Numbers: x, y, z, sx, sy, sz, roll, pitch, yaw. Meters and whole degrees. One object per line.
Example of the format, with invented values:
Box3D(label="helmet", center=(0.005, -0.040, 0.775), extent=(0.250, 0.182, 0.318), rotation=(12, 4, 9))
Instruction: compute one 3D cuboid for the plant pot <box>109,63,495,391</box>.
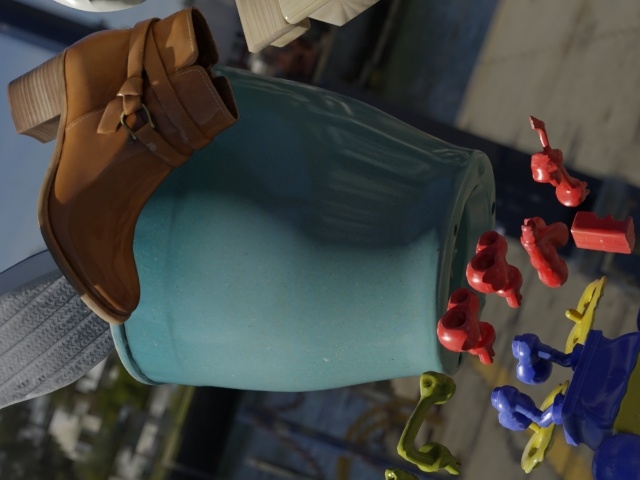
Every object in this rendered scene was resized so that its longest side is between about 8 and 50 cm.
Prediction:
Box3D(label="plant pot", center=(0.000, 0.000, 1.426), extent=(0.271, 0.255, 0.271), rotation=(8, -90, -73))

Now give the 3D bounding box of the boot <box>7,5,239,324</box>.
Box3D(label="boot", center=(-0.121, -0.053, 1.220), extent=(0.197, 0.152, 0.073), rotation=(70, -164, 2))

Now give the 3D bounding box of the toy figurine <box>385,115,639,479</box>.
Box3D(label="toy figurine", center=(0.199, 0.106, 1.099), extent=(0.362, 0.217, 0.191), rotation=(-64, -34, -33))

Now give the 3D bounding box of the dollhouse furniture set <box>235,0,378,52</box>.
Box3D(label="dollhouse furniture set", center=(-0.082, -0.158, 0.945), extent=(0.182, 0.101, 0.161), rotation=(-31, 65, 33))

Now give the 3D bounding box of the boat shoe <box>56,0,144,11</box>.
Box3D(label="boat shoe", center=(-0.181, -0.288, 1.198), extent=(0.099, 0.116, 0.319), rotation=(103, 152, -51))

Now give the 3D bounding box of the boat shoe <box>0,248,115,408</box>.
Box3D(label="boat shoe", center=(-0.302, 0.084, 1.529), extent=(0.335, 0.121, 0.119), rotation=(-32, 38, 7))
